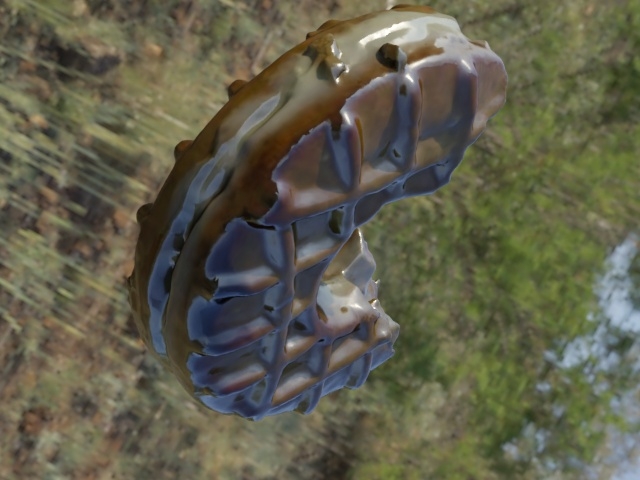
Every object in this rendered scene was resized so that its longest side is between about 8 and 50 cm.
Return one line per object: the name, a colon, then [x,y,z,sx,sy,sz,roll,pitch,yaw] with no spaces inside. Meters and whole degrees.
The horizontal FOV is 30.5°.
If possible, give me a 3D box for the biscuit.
biscuit: [-0.012,-0.001,0.880,0.268,0.115,0.366,-24,144,-33]
